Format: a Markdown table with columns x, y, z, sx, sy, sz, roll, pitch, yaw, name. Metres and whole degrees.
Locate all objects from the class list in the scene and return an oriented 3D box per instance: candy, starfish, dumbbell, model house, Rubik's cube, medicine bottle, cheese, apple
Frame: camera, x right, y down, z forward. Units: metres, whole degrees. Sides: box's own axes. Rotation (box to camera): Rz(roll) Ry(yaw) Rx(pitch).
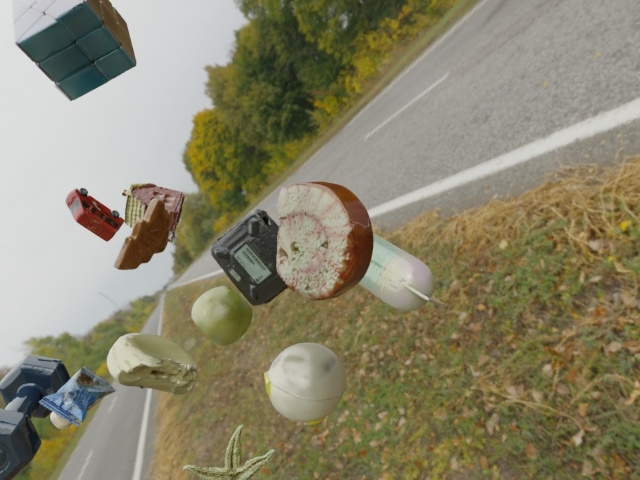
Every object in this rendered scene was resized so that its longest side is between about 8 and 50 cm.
| x | y | z | sx | sy | sz | roll | pitch | yaw | name |
| --- | --- | --- | --- | --- | --- | --- | --- | --- | --- |
| -0.466 | 0.301 | 1.005 | 0.038 | 0.088 | 0.136 | -64 | -4 | 18 | candy |
| -0.317 | 0.907 | 1.955 | 0.357 | 0.348 | 0.078 | -24 | -17 | -1 | starfish |
| -0.677 | 0.387 | 1.156 | 0.325 | 0.159 | 0.144 | -131 | 55 | -73 | dumbbell |
| -0.727 | -0.130 | 2.211 | 0.160 | 0.253 | 0.196 | -82 | 15 | -47 | model house |
| -0.680 | -0.575 | 1.426 | 0.230 | 0.225 | 0.222 | -27 | 58 | 5 | Rubik's cube |
| 0.333 | 0.164 | 2.218 | 0.235 | 0.406 | 0.236 | -35 | -38 | -33 | medicine bottle |
| -0.504 | 0.376 | 1.556 | 0.233 | 0.265 | 0.127 | 23 | 90 | 47 | cheese |
| -0.466 | 0.358 | 2.464 | 0.254 | 0.292 | 0.292 | -50 | 9 | -13 | apple |

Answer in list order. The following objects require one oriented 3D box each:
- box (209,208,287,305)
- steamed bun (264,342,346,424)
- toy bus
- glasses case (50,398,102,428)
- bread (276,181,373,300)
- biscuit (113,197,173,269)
| x | y | z | sx | sy | sz | roll | pitch | yaw | name |
| --- | --- | --- | --- | --- | --- | --- | --- | --- | --- |
| -0.264 | 0.082 | 2.181 | 0.350 | 0.359 | 0.091 | -37 | 4 | 30 | box |
| -0.057 | 0.594 | 2.173 | 0.334 | 0.334 | 0.374 | -50 | -14 | 17 | steamed bun |
| -0.763 | -0.086 | 1.720 | 0.081 | 0.195 | 0.089 | -38 | 25 | 28 | toy bus |
| -0.883 | 0.599 | 1.875 | 0.050 | 0.083 | 0.196 | -39 | 0 | 36 | glasses case |
| 0.002 | 0.003 | 1.436 | 0.114 | 0.294 | 0.328 | -10 | -70 | -51 | bread |
| -0.639 | 0.002 | 1.890 | 0.306 | 0.043 | 0.284 | -57 | -12 | -38 | biscuit |
